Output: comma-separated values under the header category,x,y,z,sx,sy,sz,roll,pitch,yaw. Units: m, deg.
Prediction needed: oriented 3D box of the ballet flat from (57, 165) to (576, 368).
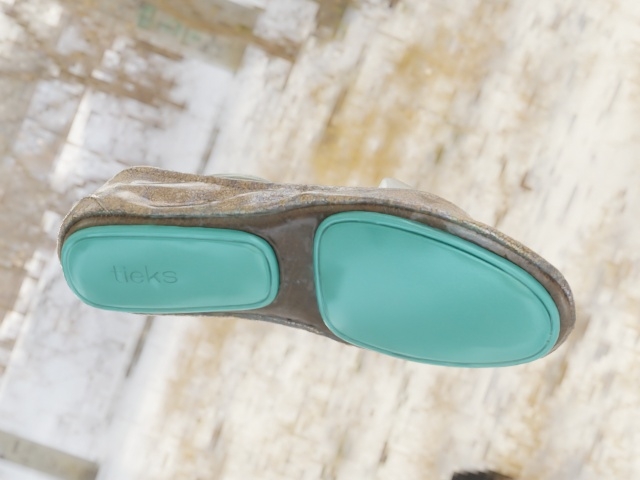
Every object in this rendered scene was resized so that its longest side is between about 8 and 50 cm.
category,x,y,z,sx,sy,sz,roll,pitch,yaw
ballet flat,0.000,0.000,0.894,0.106,0.316,0.107,-63,-21,-57
